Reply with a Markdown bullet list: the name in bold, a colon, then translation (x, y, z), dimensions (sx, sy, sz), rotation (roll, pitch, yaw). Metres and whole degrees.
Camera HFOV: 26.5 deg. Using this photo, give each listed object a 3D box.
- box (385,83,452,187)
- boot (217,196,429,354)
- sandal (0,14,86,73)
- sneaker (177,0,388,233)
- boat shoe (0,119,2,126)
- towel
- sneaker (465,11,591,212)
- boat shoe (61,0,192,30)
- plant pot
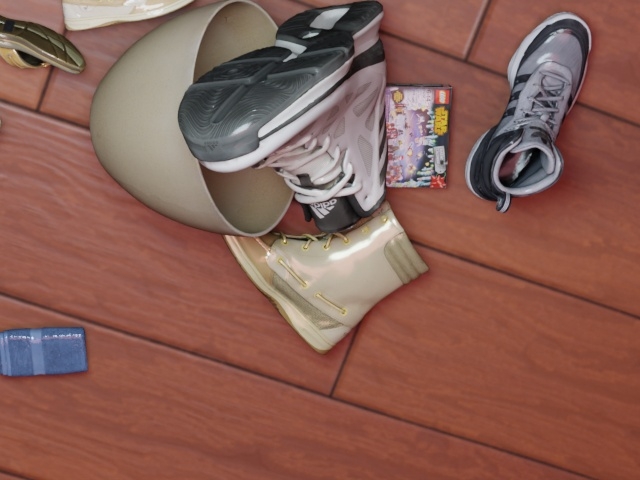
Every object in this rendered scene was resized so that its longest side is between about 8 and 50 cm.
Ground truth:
- **box**: translation (0.122, -0.138, 1.792), dimensions (0.094, 0.027, 0.137), rotation (0, 106, -6)
- **boot**: translation (0.000, 0.000, 1.787), dimensions (0.203, 0.095, 0.262), rotation (-38, 108, 7)
- **sandal**: translation (-0.380, -0.243, 1.698), dimensions (0.180, 0.072, 0.049), rotation (17, 120, -8)
- **sneaker**: translation (-0.004, -0.106, 1.587), dimensions (0.169, 0.447, 0.257), rotation (-4, 111, 24)
- **boat shoe**: translation (-0.536, -0.096, 1.710), dimensions (0.285, 0.103, 0.092), rotation (-29, 112, 10)
- **towel**: translation (-0.374, 0.149, 1.834), dimensions (0.120, 0.029, 0.067), rotation (-2, 107, -4)
- **sneaker**: translation (0.281, -0.157, 1.735), dimensions (0.101, 0.153, 0.268), rotation (23, 103, -12)
- **boat shoe**: translation (-0.240, -0.305, 1.691), dimensions (0.170, 0.063, 0.059), rotation (-12, 113, -1)
- **plant pot**: translation (-0.168, -0.145, 1.662), dimensions (0.191, 0.284, 0.284), rotation (-1, 109, 25)
